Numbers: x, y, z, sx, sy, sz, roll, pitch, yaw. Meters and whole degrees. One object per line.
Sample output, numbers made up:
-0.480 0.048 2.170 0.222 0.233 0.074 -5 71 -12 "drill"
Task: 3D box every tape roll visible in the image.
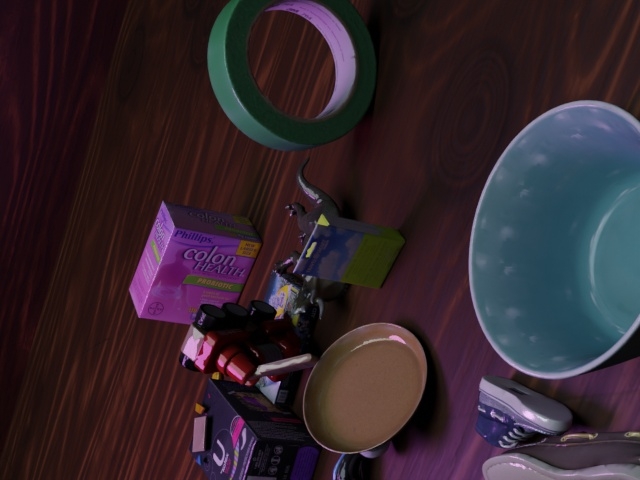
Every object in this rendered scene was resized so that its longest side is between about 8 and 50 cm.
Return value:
-0.048 -0.328 1.924 0.077 0.321 0.321 -10 72 59 "tape roll"

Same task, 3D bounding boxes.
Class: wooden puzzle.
-0.234 0.379 2.038 0.078 0.014 0.116 165 112 -65 "wooden puzzle"

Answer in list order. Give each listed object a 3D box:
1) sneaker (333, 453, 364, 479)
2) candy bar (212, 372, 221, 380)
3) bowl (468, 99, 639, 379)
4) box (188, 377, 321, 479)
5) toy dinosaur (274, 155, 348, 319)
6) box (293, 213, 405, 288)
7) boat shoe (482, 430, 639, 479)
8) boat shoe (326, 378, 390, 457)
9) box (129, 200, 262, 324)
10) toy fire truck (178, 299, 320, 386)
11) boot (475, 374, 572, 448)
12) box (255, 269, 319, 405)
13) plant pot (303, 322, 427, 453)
0.064 0.441 1.744 0.078 0.067 0.188 -13 66 36 "sneaker"
-0.234 0.362 2.333 0.040 0.018 0.161 -35 51 56 "candy bar"
0.327 0.010 1.177 0.311 0.163 0.311 -25 60 54 "bowl"
-0.133 0.399 2.012 0.270 0.143 0.165 34 110 60 "box"
0.000 0.000 1.974 0.160 0.121 0.313 -2 74 48 "toy dinosaur"
0.045 0.019 1.786 0.109 0.178 0.042 -64 32 25 "box"
0.327 0.289 1.278 0.116 0.097 0.324 57 151 -6 "boat shoe"
0.061 0.296 1.788 0.226 0.083 0.075 -116 18 -47 "boat shoe"
-0.281 0.059 2.318 0.243 0.214 0.117 -66 31 22 "box"
-0.099 0.207 1.900 0.246 0.217 0.158 35 110 31 "toy fire truck"
0.277 0.252 1.422 0.190 0.069 0.086 -153 68 -68 "boot"
-0.077 0.193 2.083 0.159 0.044 0.233 32 109 59 "box"
0.077 0.246 1.711 0.236 0.032 0.236 -22 46 24 "plant pot"
